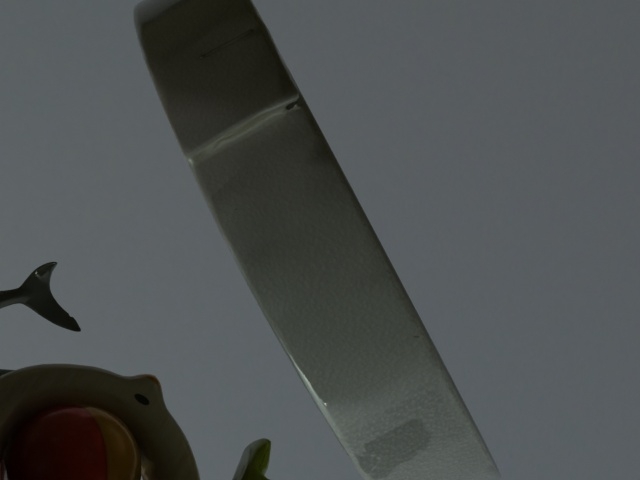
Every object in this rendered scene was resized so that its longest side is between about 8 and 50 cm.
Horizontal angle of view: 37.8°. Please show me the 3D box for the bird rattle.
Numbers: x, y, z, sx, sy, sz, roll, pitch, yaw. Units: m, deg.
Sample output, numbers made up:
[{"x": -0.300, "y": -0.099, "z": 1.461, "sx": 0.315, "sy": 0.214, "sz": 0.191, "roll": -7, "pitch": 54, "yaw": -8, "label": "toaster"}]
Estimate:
[{"x": -0.149, "y": 0.170, "z": 0.554, "sx": 0.253, "sy": 0.143, "sz": 0.207, "roll": -3, "pitch": -129, "yaw": -32, "label": "bird rattle"}]

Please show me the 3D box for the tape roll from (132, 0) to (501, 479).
[{"x": 0.000, "y": 0.000, "z": 0.636, "sx": 0.072, "sy": 0.392, "sz": 0.392, "roll": -28, "pitch": -123, "yaw": 3, "label": "tape roll"}]

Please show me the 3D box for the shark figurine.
[{"x": -0.423, "y": 0.101, "z": 1.083, "sx": 0.166, "sy": 0.278, "sz": 0.116, "roll": -16, "pitch": -97, "yaw": 22, "label": "shark figurine"}]

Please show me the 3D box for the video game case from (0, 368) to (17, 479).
[{"x": -0.492, "y": 0.268, "z": 1.166, "sx": 0.300, "sy": 0.036, "sz": 0.329, "roll": 7, "pitch": -150, "yaw": -13, "label": "video game case"}]
